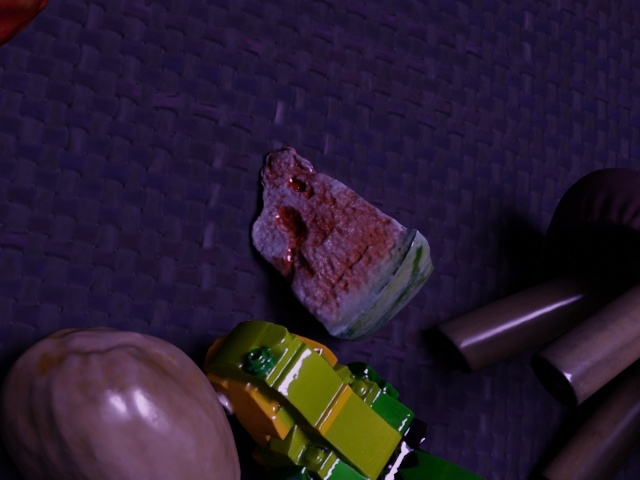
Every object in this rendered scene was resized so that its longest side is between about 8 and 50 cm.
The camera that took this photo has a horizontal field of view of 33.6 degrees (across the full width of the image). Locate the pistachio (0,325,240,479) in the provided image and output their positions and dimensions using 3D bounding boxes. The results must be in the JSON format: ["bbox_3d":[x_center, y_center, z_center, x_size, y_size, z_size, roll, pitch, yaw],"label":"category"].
[{"bbox_3d":[-0.118,0.129,0.669,0.126,0.108,0.185,-45,113,-6],"label":"pistachio"}]

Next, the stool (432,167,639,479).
[{"bbox_3d":[0.240,0.098,0.816,0.178,0.272,0.272,-39,102,-15],"label":"stool"}]

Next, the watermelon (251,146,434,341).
[{"bbox_3d":[0.011,0.007,0.771,0.098,0.121,0.158,-45,101,-7],"label":"watermelon"}]

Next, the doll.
[{"bbox_3d":[0.003,0.127,0.723,0.186,0.134,0.106,42,64,-11],"label":"doll"}]

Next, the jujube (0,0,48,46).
[{"bbox_3d":[-0.228,-0.240,0.626,0.197,0.197,0.290,15,58,-28],"label":"jujube"}]
